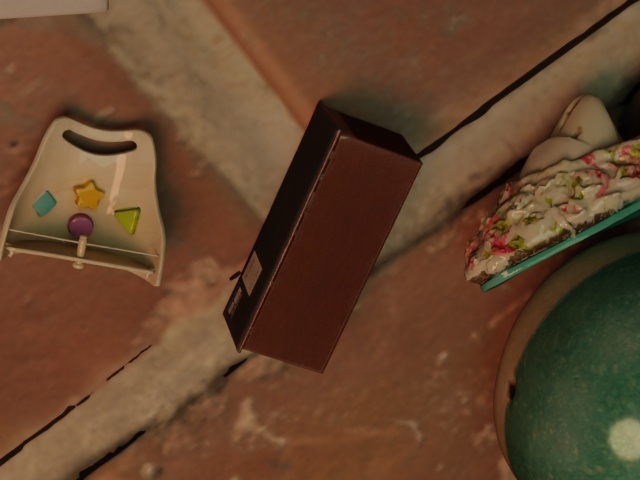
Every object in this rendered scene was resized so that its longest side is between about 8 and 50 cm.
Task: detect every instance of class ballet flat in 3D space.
[{"bbox_3d":[0.174,-0.052,0.911,0.241,0.091,0.077,-24,84,-5],"label":"ballet flat"}]

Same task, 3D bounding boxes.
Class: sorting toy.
[{"bbox_3d":[-0.116,-0.023,0.879,0.083,0.045,0.075,10,102,-14],"label":"sorting toy"}]

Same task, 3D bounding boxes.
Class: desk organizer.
[{"bbox_3d":[0.000,0.000,0.906,0.050,0.047,0.130,19,107,-20],"label":"desk organizer"}]

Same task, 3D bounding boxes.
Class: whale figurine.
[{"bbox_3d":[0.233,0.093,0.937,0.272,0.141,0.216,5,112,-18],"label":"whale figurine"}]

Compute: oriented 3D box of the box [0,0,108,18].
[{"bbox_3d":[-0.226,-0.209,0.708,0.262,0.127,0.231,-7,115,-18],"label":"box"}]
